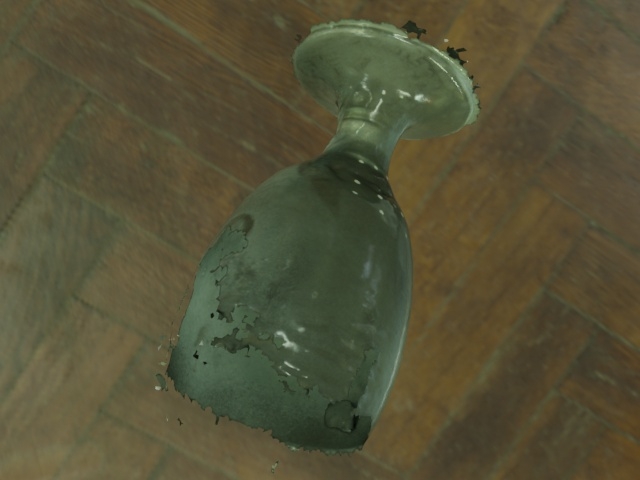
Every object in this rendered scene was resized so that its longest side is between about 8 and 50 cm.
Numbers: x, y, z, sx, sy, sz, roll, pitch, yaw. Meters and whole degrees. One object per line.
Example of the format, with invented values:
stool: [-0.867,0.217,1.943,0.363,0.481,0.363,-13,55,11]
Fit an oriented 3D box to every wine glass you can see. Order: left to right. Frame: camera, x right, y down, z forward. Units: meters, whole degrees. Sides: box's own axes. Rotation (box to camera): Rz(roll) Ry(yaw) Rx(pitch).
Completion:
wine glass: [0.005,0.000,1.200,0.190,0.190,0.357,35,63,-26]
